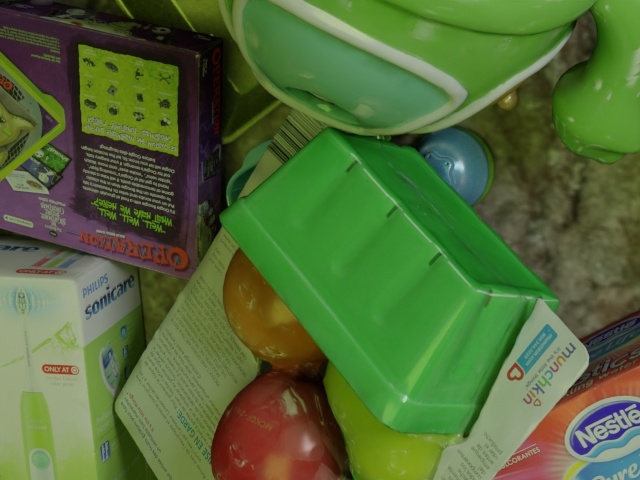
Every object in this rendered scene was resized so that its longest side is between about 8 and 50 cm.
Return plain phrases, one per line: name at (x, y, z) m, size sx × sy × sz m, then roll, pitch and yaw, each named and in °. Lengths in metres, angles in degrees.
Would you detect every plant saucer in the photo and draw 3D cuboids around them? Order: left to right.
plant saucer at (-0.058, -0.204, 1.163) m, size 0.188 × 0.045 × 0.188 m, roll -35°, pitch 94°, yaw 25°

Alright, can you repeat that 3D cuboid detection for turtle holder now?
turtle holder at (0.079, -0.187, 1.004) m, size 0.320 × 0.243 × 0.227 m, roll 5°, pitch 141°, yaw -23°

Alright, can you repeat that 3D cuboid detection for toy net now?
toy net at (0.110, -0.137, 1.131) m, size 0.122 × 0.045 × 0.232 m, roll 34°, pitch 113°, yaw 20°

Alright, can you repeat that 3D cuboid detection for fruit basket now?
fruit basket at (0.006, 0.109, 1.104) m, size 0.327 × 0.165 × 0.353 m, roll 49°, pitch 122°, yaw 35°

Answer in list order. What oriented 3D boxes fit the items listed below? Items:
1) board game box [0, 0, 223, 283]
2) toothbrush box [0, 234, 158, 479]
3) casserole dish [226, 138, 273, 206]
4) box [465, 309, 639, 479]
board game box at (-0.244, -0.101, 1.229) m, size 0.346 × 0.056 × 0.208 m, roll 15°, pitch 117°, yaw 19°
toothbrush box at (-0.268, 0.146, 1.309) m, size 0.206 × 0.122 × 0.283 m, roll 3°, pitch 106°, yaw 18°
casserole dish at (0.000, 0.000, 1.214) m, size 0.114 × 0.037 × 0.188 m, roll -24°, pitch 97°, yaw 25°
box at (0.247, 0.144, 1.112) m, size 0.300 × 0.154 × 0.142 m, roll -30°, pitch 95°, yaw 26°
